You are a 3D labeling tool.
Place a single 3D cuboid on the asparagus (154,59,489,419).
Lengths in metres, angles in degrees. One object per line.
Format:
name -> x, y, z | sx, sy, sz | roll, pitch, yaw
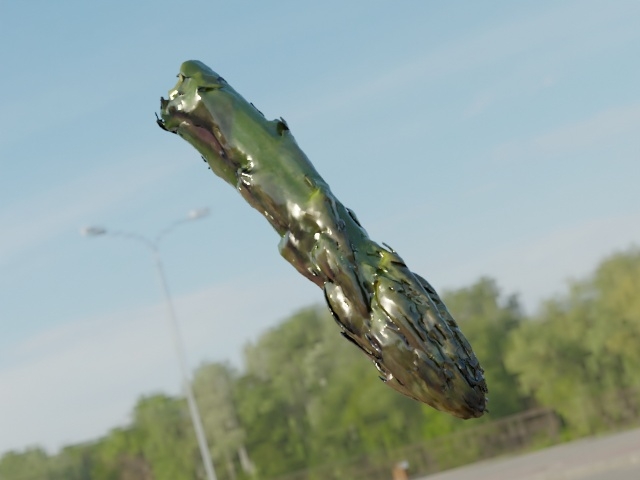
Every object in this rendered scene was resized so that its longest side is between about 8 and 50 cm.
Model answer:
asparagus -> 0.000, 0.000, 0.561 | 0.036, 0.165, 0.030 | -49, -23, 19
